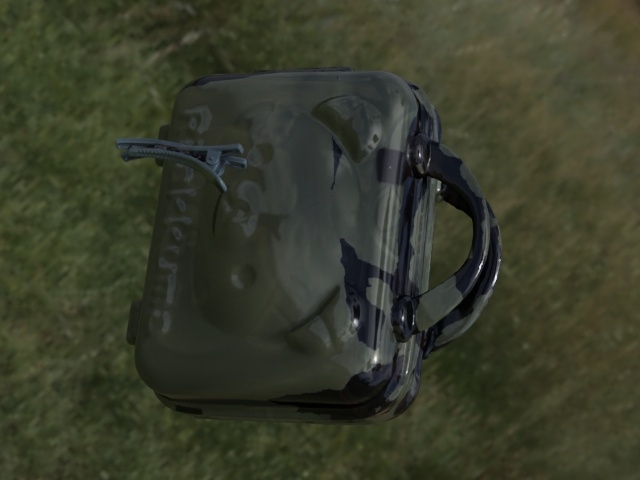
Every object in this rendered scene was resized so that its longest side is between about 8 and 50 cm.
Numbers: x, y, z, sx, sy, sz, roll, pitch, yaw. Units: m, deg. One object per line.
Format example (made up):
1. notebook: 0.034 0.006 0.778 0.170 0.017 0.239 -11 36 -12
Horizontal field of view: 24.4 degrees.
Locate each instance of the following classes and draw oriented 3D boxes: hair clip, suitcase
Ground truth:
1. hair clip: -0.123 -0.067 1.268 0.030 0.115 0.039 76 28 -50
2. suitcase: 0.000 0.000 1.407 0.194 0.339 0.352 42 51 -63
